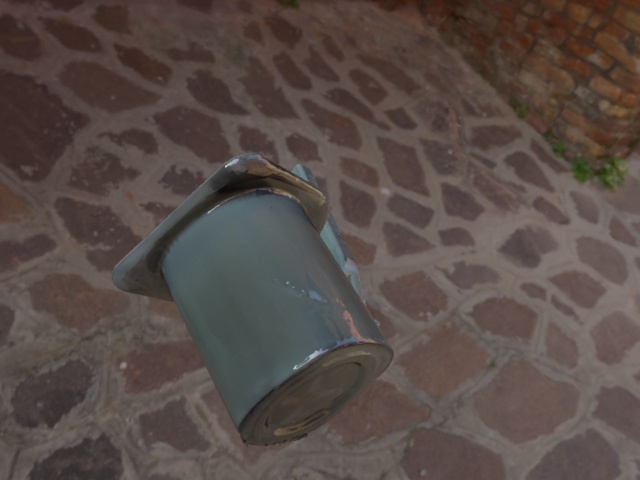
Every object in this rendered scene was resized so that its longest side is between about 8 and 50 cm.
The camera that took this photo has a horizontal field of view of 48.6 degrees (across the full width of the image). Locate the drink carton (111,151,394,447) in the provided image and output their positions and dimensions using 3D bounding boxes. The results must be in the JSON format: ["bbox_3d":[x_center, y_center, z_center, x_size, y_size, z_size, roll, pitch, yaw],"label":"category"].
[{"bbox_3d":[-0.038,0.059,0.638,0.189,0.185,0.191,52,13,30],"label":"drink carton"}]

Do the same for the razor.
[{"bbox_3d":[0.007,-0.007,0.978,0.111,0.056,0.277,22,37,-39],"label":"razor"}]
